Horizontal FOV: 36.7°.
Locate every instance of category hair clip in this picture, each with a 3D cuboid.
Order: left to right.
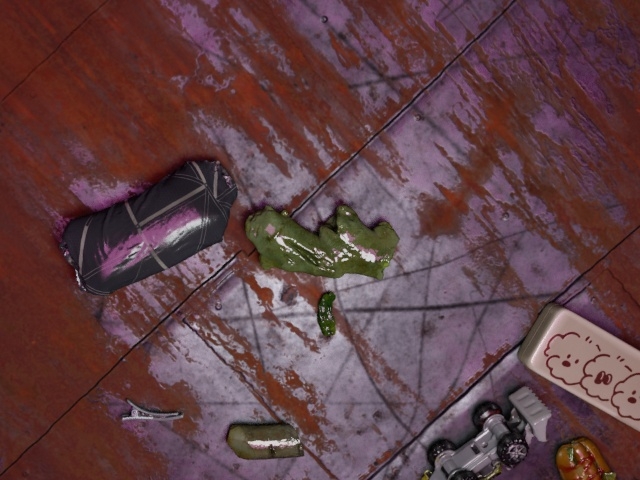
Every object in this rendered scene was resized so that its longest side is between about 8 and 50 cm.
[{"bbox_3d":[-0.314,0.321,1.814,0.115,0.030,0.039,5,95,-9],"label":"hair clip"}]

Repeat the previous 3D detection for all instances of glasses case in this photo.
[{"bbox_3d":[0.562,0.259,1.904,0.337,0.076,0.144,29,92,-10],"label":"glasses case"}]

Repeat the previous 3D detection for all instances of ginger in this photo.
[{"bbox_3d":[0.005,0.001,1.795,0.290,0.089,0.137,1,115,-3],"label":"ginger"}]

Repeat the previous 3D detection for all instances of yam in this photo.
[{"bbox_3d":[-0.105,0.383,1.831,0.147,0.070,0.069,0,97,-9],"label":"yam"}]

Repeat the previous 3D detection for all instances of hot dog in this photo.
[{"bbox_3d":[0.557,0.512,1.936,0.104,0.076,0.250,-25,97,-5],"label":"hot dog"}]

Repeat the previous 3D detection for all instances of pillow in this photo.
[{"bbox_3d":[-0.301,-0.025,1.743,0.335,0.092,0.161,-27,96,-5],"label":"pillow"}]

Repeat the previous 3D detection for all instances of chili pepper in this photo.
[{"bbox_3d":[0.013,0.142,1.841,0.030,0.034,0.091,-6,98,-41],"label":"chili pepper"}]

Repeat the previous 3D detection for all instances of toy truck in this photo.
[{"bbox_3d":[0.324,0.410,1.866,0.286,0.136,0.111,-38,122,1],"label":"toy truck"}]
